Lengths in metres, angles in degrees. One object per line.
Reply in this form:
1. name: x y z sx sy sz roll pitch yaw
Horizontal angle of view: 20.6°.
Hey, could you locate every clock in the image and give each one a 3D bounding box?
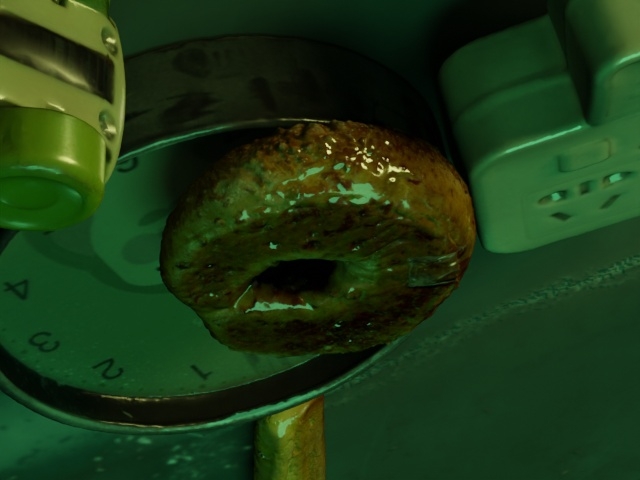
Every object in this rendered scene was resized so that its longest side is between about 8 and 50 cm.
1. clock: -0.066 0.010 1.086 0.318 0.066 0.319 -12 144 -9

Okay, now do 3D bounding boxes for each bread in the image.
1. bread: 0.000 0.000 0.999 0.193 0.064 0.193 -7 144 -5

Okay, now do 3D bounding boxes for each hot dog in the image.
1. hot dog: -0.029 0.173 1.326 0.066 0.047 0.216 -45 154 -27

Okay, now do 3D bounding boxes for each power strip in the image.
1. power strip: 0.177 -0.114 1.004 0.229 0.141 0.261 -19 158 2

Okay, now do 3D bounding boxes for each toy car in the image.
1. toy car: -0.229 -0.075 0.868 0.235 0.145 0.235 -2 153 -1
